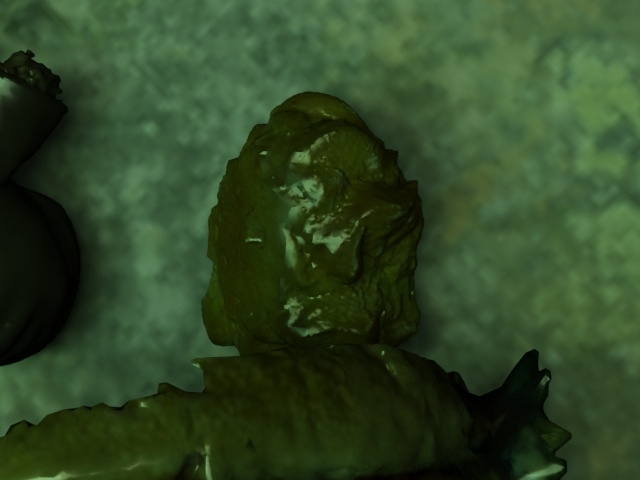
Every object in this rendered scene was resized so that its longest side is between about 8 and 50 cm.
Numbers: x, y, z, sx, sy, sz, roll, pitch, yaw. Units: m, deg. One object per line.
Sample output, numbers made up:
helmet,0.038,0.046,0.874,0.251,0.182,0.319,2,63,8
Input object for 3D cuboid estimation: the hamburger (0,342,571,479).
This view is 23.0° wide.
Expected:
hamburger,-0.078,0.120,0.402,0.309,0.211,0.132,-19,79,11

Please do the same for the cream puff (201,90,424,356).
cream puff,0.000,0.000,0.472,0.058,0.083,0.083,-6,69,-33

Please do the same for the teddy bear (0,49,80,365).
teddy bear,-0.143,-0.027,0.488,0.160,0.078,0.119,42,91,12
